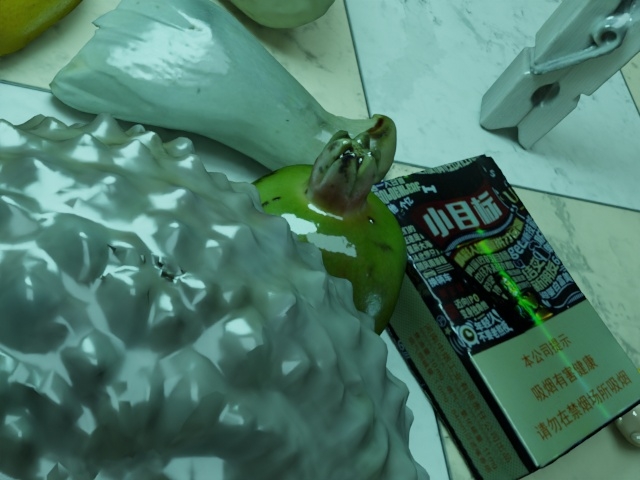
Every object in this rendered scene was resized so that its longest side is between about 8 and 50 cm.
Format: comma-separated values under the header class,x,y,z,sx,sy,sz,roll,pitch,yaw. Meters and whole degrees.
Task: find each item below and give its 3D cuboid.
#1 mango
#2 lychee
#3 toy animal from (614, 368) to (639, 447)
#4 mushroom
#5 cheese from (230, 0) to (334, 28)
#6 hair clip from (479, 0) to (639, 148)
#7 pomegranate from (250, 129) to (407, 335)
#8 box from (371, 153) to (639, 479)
class,x,y,z,sx,sy,sz,roll,pitch,yaw
mango,-0.279,-0.265,0.823,0.112,0.145,0.219,7,58,23
lychee,-0.137,0.131,0.449,0.380,0.432,0.380,-1,92,-17
toy animal,0.366,0.169,0.937,0.114,0.082,0.091,0,57,-31
mushroom,-0.083,-0.134,0.876,0.329,0.122,0.159,27,84,-11
cheese,-0.071,-0.354,0.986,0.251,0.173,0.247,1,49,-32
hair clip,0.314,-0.237,1.029,0.101,0.331,0.085,26,46,-15
pomegranate,0.000,0.000,0.750,0.180,0.209,0.180,19,35,-14
box,0.169,0.071,0.886,0.198,0.084,0.310,-17,69,-38
